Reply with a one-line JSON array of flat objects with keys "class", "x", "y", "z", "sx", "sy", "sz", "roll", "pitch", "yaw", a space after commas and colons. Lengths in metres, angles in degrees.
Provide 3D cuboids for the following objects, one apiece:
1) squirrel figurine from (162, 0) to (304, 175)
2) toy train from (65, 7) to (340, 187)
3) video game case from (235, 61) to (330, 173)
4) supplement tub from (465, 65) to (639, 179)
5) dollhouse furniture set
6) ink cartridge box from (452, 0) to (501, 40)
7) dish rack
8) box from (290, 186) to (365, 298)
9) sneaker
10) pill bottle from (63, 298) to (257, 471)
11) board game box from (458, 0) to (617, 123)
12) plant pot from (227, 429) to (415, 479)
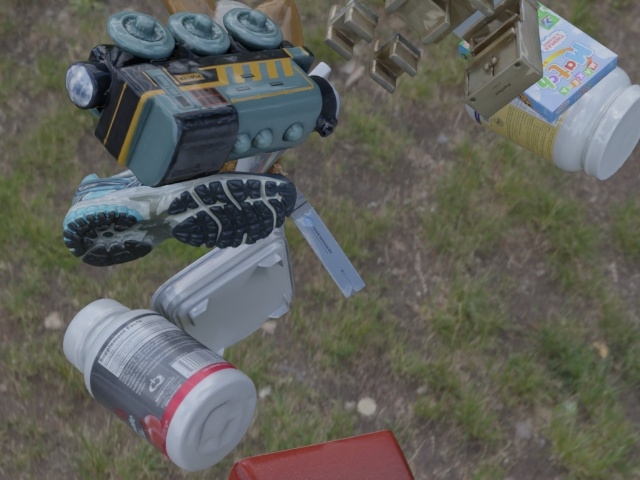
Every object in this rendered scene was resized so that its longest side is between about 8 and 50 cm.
[{"class": "squirrel figurine", "x": -0.215, "y": -0.247, "z": 1.931, "sx": 0.281, "sy": 0.370, "sz": 0.397, "roll": -2, "pitch": 65, "yaw": -38}, {"class": "toy train", "x": -0.124, "y": -0.167, "z": 1.179, "sx": 0.334, "sy": 0.142, "sz": 0.190, "roll": -16, "pitch": 57, "yaw": -47}, {"class": "video game case", "x": -0.064, "y": -0.164, "z": 1.564, "sx": 0.023, "sy": 0.201, "sz": 0.183, "roll": 40, "pitch": 70, "yaw": 4}, {"class": "supplement tub", "x": 0.503, "y": -0.293, "z": 2.166, "sx": 0.331, "sy": 0.241, "sz": 0.241, "roll": 33, "pitch": 59, "yaw": 27}, {"class": "dollhouse furniture set", "x": 0.163, "y": -0.297, "z": 1.303, "sx": 0.242, "sy": 0.212, "sz": 0.161, "roll": 34, "pitch": 40, "yaw": -25}, {"class": "ink cartridge box", "x": 0.178, "y": -0.606, "z": 2.055, "sx": 0.160, "sy": 0.279, "sz": 0.384, "roll": -49, "pitch": 58, "yaw": 16}, {"class": "dish rack", "x": -0.162, "y": 0.112, "z": 1.920, "sx": 0.285, "sy": 0.333, "sz": 0.072, "roll": -35, "pitch": 68, "yaw": -14}, {"class": "box", "x": 0.000, "y": 0.000, "z": 1.558, "sx": 0.038, "sy": 0.186, "sz": 0.145, "roll": -34, "pitch": 104, "yaw": -1}, {"class": "sneaker", "x": -0.172, "y": -0.061, "z": 1.248, "sx": 0.283, "sy": 0.110, "sz": 0.122, "roll": -7, "pitch": 46, "yaw": -2}, {"class": "pill bottle", "x": -0.271, "y": 0.221, "z": 1.662, "sx": 0.318, "sy": 0.176, "sz": 0.176, "roll": 30, "pitch": 57, "yaw": 33}, {"class": "board game box", "x": 0.364, "y": -0.311, "z": 1.722, "sx": 0.160, "sy": 0.039, "sz": 0.211, "roll": -40, "pitch": 64, "yaw": -14}, {"class": "plant pot", "x": 0.016, "y": 0.458, "z": 1.417, "sx": 0.267, "sy": 0.267, "sz": 0.235, "roll": -4, "pitch": 38, "yaw": -32}]
